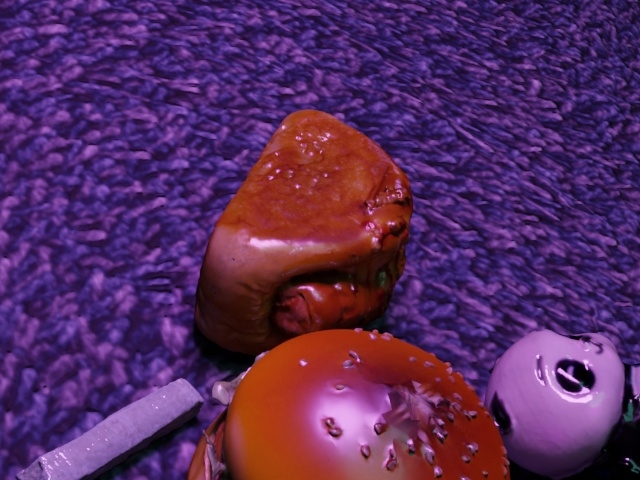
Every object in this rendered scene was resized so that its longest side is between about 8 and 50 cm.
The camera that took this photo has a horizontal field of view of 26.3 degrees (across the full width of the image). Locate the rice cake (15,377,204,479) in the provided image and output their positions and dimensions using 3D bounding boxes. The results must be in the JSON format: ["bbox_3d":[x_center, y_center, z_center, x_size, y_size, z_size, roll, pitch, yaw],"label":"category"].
[{"bbox_3d":[-0.152,0.146,1.011,0.033,0.029,0.170,48,42,13],"label":"rice cake"}]

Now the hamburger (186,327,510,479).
[{"bbox_3d":[0.028,0.162,0.992,0.246,0.170,0.246,17,41,-16],"label":"hamburger"}]

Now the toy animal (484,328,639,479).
[{"bbox_3d":[0.227,0.152,1.154,0.179,0.138,0.166,35,21,-1],"label":"toy animal"}]

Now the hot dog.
[{"bbox_3d":[0.000,0.000,1.183,0.153,0.150,0.257,21,37,5],"label":"hot dog"}]
